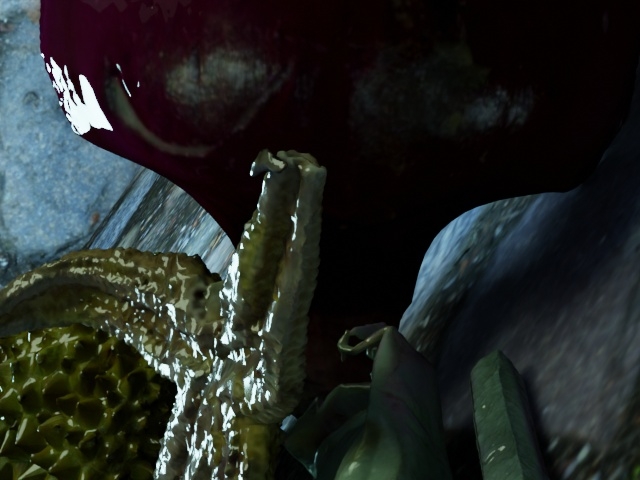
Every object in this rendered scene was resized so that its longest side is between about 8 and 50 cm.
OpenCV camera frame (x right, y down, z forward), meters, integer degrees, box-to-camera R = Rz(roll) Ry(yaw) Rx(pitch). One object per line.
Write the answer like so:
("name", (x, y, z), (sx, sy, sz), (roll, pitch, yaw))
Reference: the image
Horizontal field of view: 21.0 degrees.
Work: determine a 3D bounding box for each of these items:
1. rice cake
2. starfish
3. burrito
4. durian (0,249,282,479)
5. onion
("rice cake", (0.101, 0.111, 0.920), (0.033, 0.033, 0.207), (-42, 14, 13))
("starfish", (-0.090, 0.115, 0.992), (0.398, 0.132, 0.383), (16, 106, 55))
("burrito", (0.030, 0.146, 0.952), (0.144, 0.089, 0.229), (-58, 14, 33))
("durian", (-0.140, 0.135, 1.307), (0.258, 0.258, 0.293), (-59, -27, -16))
("onion", (0.005, -0.069, 1.125), (0.398, 0.398, 0.420), (-109, 27, -75))
